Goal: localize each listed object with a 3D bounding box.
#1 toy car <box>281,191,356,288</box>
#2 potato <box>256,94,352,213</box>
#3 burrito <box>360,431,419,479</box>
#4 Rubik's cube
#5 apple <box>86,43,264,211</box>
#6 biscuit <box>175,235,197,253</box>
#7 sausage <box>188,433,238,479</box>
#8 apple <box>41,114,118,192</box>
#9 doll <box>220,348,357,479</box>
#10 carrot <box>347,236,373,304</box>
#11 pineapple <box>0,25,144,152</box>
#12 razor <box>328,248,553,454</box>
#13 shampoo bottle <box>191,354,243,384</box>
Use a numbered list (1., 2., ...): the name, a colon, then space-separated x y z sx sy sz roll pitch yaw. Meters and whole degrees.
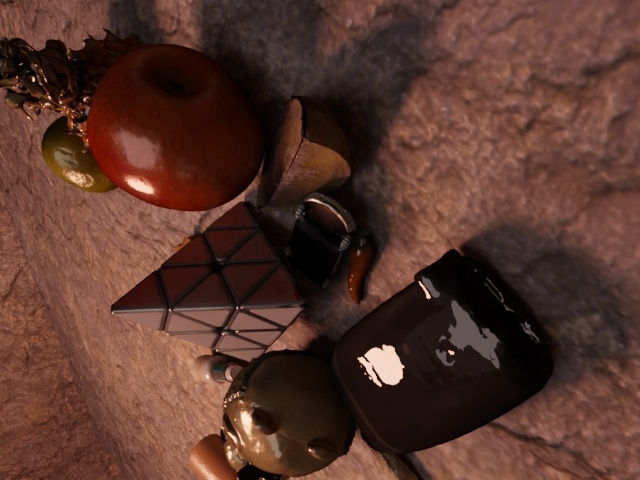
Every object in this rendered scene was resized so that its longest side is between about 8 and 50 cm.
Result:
1. toy car: 0.000 0.000 0.760 0.095 0.056 0.205 35 144 10
2. potato: -0.014 -0.126 0.708 0.261 0.100 0.120 140 136 -65
3. burrito: 0.128 0.399 0.877 0.149 0.041 0.055 51 154 14
4. Rubik's cube: -0.153 0.087 0.833 0.228 0.229 0.233 42 100 4
5. apple: -0.221 -0.173 0.761 0.272 0.252 0.206 58 138 26
6. biscuit: -0.264 0.110 1.147 0.184 0.035 0.248 -23 95 52
7. sausage: -0.262 0.686 1.422 0.253 0.123 0.123 28 131 34
8. apple: -0.526 -0.207 1.134 0.157 0.196 0.196 -38 82 26
9. doll: -0.081 0.339 0.922 0.247 0.247 0.349 57 151 6
10. carrot: 0.059 0.047 0.755 0.035 0.035 0.142 36 141 29
11. pineapple: -0.464 -0.289 0.888 0.263 0.272 0.262 1 93 24
12. razor: 0.135 0.173 0.678 0.204 0.113 0.349 53 141 15
13. shampoo bottle: -0.256 0.327 1.235 0.192 0.074 0.074 -13 102 51
